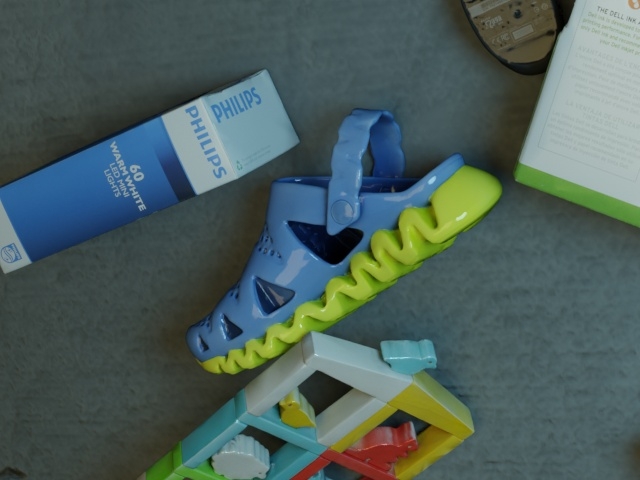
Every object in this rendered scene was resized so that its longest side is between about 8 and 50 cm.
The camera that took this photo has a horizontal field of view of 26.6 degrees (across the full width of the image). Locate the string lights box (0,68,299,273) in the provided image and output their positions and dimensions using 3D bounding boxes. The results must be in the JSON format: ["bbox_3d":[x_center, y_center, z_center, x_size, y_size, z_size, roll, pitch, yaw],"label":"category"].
[{"bbox_3d":[-0.164,-0.061,1.193,0.259,0.133,0.077,-20,98,28],"label":"string lights box"}]

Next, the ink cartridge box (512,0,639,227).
[{"bbox_3d":[0.277,-0.137,1.003,0.189,0.097,0.255,22,113,15],"label":"ink cartridge box"}]

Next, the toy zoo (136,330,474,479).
[{"bbox_3d":[-0.001,0.179,1.201,0.192,0.030,0.293,29,124,-32],"label":"toy zoo"}]

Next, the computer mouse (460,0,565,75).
[{"bbox_3d":[0.130,-0.244,1.067,0.071,0.041,0.242,-20,92,19],"label":"computer mouse"}]

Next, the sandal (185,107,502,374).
[{"bbox_3d":[0.000,0.000,1.161,0.317,0.126,0.138,-37,85,21],"label":"sandal"}]
